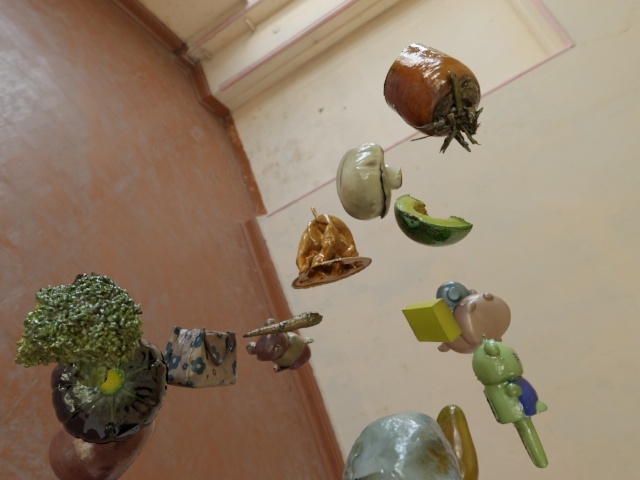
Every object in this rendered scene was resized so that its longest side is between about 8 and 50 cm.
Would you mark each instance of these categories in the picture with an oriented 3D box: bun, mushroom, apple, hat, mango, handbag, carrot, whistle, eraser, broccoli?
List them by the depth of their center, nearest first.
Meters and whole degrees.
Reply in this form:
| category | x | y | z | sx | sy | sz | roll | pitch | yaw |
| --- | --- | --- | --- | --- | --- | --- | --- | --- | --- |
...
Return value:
| category | x | y | z | sx | sy | sz | roll | pitch | yaw |
| --- | --- | --- | --- | --- | --- | --- | --- | --- | --- |
| whistle | 0.333 | 0.272 | 0.755 | 0.105 | 0.085 | 0.227 | 58 | 11 | -65 |
| mushroom | 0.092 | -0.113 | 0.818 | 0.154 | 0.123 | 0.154 | 172 | -90 | -87 |
| bun | 0.146 | 0.509 | 0.841 | 0.362 | 0.212 | 0.361 | -168 | -90 | -87 |
| broccoli | -0.502 | 0.215 | 0.892 | 0.180 | 0.243 | 0.272 | -91 | -167 | -79 |
| eraser | 0.266 | 0.196 | 1.051 | 0.097 | 0.045 | 0.122 | 60 | -28 | -2 |
| mango | 0.334 | 0.535 | 1.096 | 0.099 | 0.136 | 0.227 | 18 | 58 | -18 |
| carrot | 0.287 | -0.369 | 1.101 | 0.331 | 0.214 | 0.193 | 53 | -39 | 38 |
| carrot | -0.116 | 0.263 | 1.331 | 0.049 | 0.255 | 0.049 | -15 | 90 | -88 |
| hat | 0.000 | 0.000 | 1.344 | 0.233 | 0.244 | 0.233 | 19 | 48 | -58 |
| apple | -0.683 | 0.624 | 1.373 | 0.235 | 0.305 | 0.305 | 43 | 16 | -2 |
| handbag | -0.400 | 0.392 | 1.465 | 0.251 | 0.190 | 0.193 | 32 | 62 | -63 |

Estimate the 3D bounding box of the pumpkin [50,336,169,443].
| category | x | y | z | sx | sy | sz | roll | pitch | yaw |
| --- | --- | --- | --- | --- | --- | --- | --- | --- | --- |
| pumpkin | -0.574 | 0.406 | 1.206 | 0.295 | 0.296 | 0.295 | 55 | 16 | -24 |

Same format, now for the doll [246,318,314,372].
| category | x | y | z | sx | sy | sz | roll | pitch | yaw |
| --- | --- | --- | --- | --- | --- | --- | --- | --- | --- |
| doll | -0.157 | 0.435 | 1.746 | 0.256 | 0.196 | 0.152 | 35 | 33 | -37 |

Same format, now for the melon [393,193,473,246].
| category | x | y | z | sx | sy | sz | roll | pitch | yaw |
| --- | --- | --- | --- | --- | --- | --- | --- | --- | --- |
| melon | 0.327 | -0.042 | 1.409 | 0.169 | 0.129 | 0.265 | -13 | 35 | -42 |

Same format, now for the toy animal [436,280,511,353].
| category | x | y | z | sx | sy | sz | roll | pitch | yaw |
| --- | --- | --- | --- | --- | --- | --- | --- | --- | --- |
| toy animal | 0.476 | 0.250 | 1.349 | 0.221 | 0.210 | 0.229 | 26 | -39 | 62 |
